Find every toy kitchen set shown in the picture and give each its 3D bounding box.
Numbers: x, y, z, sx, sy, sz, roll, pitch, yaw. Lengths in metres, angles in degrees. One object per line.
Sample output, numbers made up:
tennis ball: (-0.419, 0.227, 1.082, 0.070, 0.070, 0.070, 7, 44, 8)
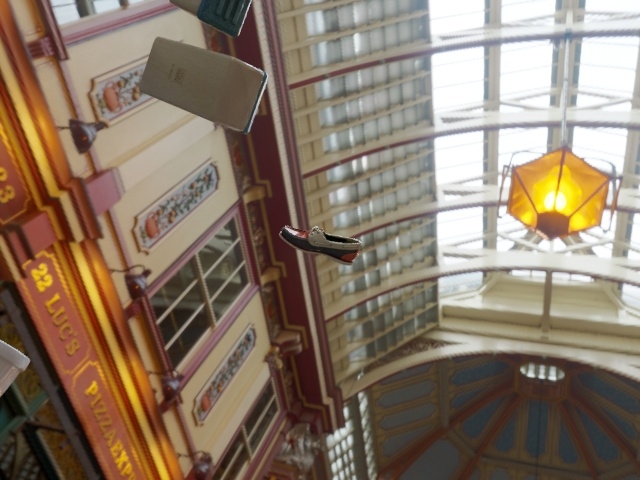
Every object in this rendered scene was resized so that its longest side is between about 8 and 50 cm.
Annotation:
toy kitchen set: (-0.035, -0.197, 0.532, 0.122, 0.166, 0.207, 29, -78, 40)

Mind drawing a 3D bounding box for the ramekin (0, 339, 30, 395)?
ramekin: (-0.590, 0.192, 0.931, 0.207, 0.109, 0.207, 19, -27, 10)

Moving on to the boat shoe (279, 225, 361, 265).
boat shoe: (0.000, 0.000, 0.967, 0.136, 0.049, 0.043, 20, -63, -8)
